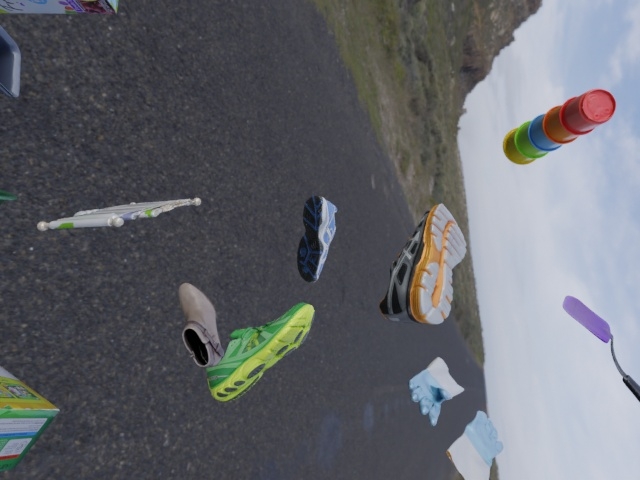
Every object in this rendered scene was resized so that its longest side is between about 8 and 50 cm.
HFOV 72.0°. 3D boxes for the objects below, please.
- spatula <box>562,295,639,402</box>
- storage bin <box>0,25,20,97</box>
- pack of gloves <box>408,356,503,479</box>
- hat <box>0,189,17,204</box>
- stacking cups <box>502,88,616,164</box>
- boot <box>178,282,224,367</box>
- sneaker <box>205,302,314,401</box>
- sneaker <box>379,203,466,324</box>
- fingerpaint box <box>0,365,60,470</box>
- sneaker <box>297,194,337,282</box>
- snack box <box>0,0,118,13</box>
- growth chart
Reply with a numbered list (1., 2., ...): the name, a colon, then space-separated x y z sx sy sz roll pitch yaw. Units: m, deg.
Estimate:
1. spatula: 0.537 0.222 0.783 0.296 0.030 0.084 56 38 5
2. storage bin: -0.664 -0.347 0.873 0.098 0.091 0.135 90 -10 -71
3. pack of gloves: 0.253 0.302 0.777 0.195 0.046 0.232 51 23 20
4. hat: -0.825 -0.037 1.006 0.173 0.209 0.183 3 102 -72
5. stacking cups: 0.482 -0.238 0.917 0.316 0.096 0.095 45 40 -86
6. boot: -0.165 0.112 0.586 0.118 0.042 0.087 58 0 0
7. sneaker: -0.143 0.232 1.004 0.123 0.296 0.109 47 -9 31
8. sneaker: 0.140 0.026 0.610 0.084 0.083 0.214 49 46 -18
9. fingerpaint box: -0.814 0.297 0.857 0.163 0.371 0.444 -57 170 -19
10. sneaker: 0.000 0.000 1.072 0.081 0.080 0.210 10 91 -49
11. snack box: -0.261 -0.235 0.369 0.100 0.141 0.037 85 6 -82
12. growth chart: -0.333 -0.051 0.775 0.237 0.172 0.021 -38 126 -69
